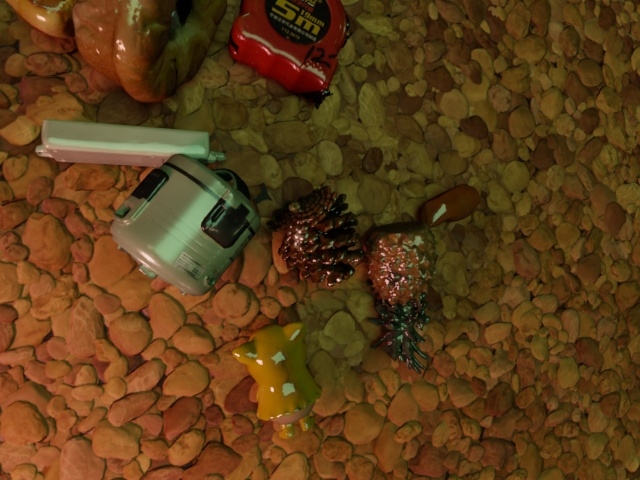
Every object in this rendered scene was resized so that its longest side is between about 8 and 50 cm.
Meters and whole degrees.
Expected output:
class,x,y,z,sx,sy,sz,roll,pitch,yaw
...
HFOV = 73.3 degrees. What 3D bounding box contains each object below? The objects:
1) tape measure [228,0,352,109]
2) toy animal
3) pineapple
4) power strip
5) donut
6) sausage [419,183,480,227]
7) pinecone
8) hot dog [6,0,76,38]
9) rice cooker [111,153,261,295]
class,x,y,z,sx,sy,sz,roll,pitch,yaw
tape measure,-0.058,-0.458,0.943,0.253,0.114,0.260,24,76,-16
toy animal,-0.077,0.286,0.880,0.156,0.156,0.229,-21,97,-19
pineapple,0.189,0.132,0.984,0.169,0.169,0.340,-9,98,-19
power strip,-0.353,-0.181,0.831,0.339,0.098,0.058,1,84,-20
donut,-0.291,-0.418,0.773,0.150,0.299,0.317,28,54,-2
sausage,0.316,-0.085,1.066,0.179,0.089,0.089,-24,95,-24
pinecone,-0.001,0.002,0.904,0.169,0.186,0.212,-30,113,-33
hot dog,-0.443,-0.478,0.789,0.150,0.153,0.256,40,77,-17
rice cooker,-0.238,-0.035,0.796,0.226,0.226,0.244,43,76,-12
